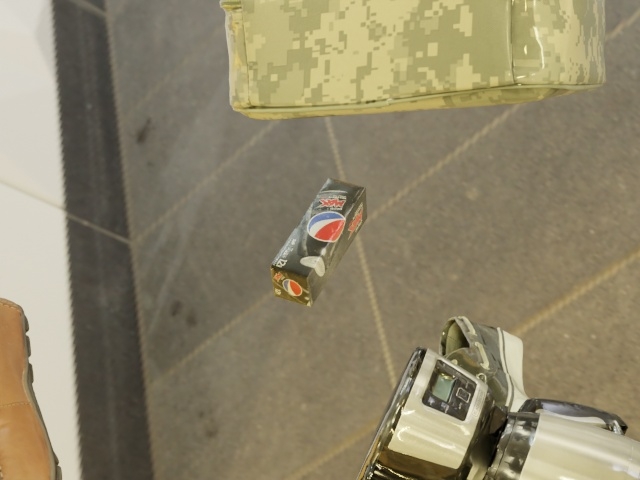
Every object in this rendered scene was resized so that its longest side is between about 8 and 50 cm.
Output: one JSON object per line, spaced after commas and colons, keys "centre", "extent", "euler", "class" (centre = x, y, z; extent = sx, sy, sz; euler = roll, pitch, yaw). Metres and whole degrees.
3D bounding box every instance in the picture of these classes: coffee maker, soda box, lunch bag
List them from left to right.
{"centre": [0.000, 0.000, 1.552], "extent": [0.053, 0.060, 0.169], "euler": [17, 51, 20], "class": "soda box"}
{"centre": [0.079, -0.236, 1.001], "extent": [0.305, 0.212, 0.256], "euler": [0, 100, 27], "class": "lunch bag"}
{"centre": [0.109, 0.171, 0.786], "extent": [0.178, 0.120, 0.171], "euler": [21, 105, 8], "class": "coffee maker"}

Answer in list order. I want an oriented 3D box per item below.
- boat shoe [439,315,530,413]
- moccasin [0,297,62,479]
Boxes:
{"centre": [0.119, 0.126, 0.994], "extent": [0.077, 0.070, 0.219], "euler": [-61, 5, 19], "class": "boat shoe"}
{"centre": [-0.343, 0.200, 1.226], "extent": [0.139, 0.147, 0.380], "euler": [-57, 39, 38], "class": "moccasin"}
